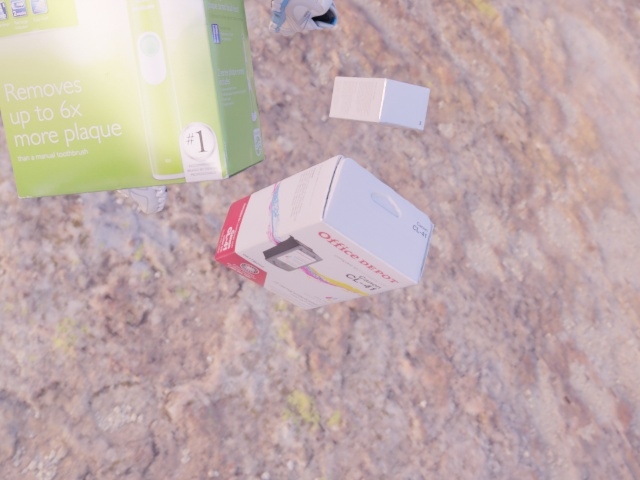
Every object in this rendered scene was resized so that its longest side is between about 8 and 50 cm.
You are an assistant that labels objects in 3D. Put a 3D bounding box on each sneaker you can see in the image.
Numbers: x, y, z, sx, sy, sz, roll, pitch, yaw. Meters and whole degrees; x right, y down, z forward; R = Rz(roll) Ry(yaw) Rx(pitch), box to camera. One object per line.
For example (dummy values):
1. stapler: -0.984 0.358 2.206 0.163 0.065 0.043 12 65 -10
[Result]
1. sneaker: -0.359 -0.136 1.427 0.118 0.292 0.110 -31 62 -14
2. sneaker: -0.019 -0.297 1.035 0.082 0.071 0.191 26 4 -5

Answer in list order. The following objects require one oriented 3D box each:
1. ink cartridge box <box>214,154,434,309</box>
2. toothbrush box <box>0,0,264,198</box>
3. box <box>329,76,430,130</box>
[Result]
1. ink cartridge box: 0.000 0.000 1.339 0.226 0.306 0.131 32 61 -29
2. toothbrush box: -0.180 -0.192 0.710 0.122 0.206 0.284 -45 131 -73
3. box: 0.124 -0.292 1.671 0.130 0.170 0.091 4 98 -38
